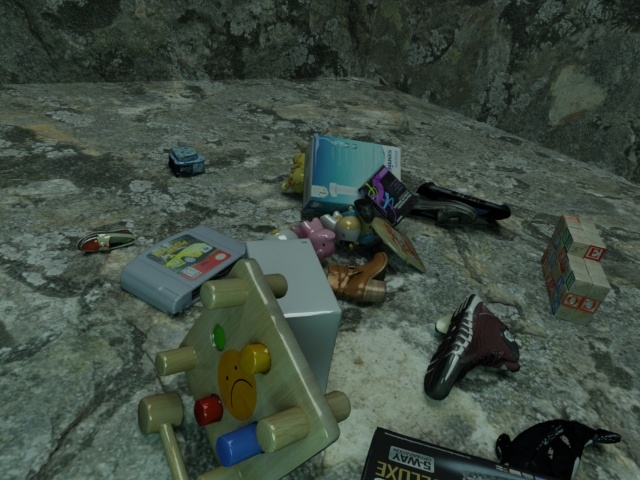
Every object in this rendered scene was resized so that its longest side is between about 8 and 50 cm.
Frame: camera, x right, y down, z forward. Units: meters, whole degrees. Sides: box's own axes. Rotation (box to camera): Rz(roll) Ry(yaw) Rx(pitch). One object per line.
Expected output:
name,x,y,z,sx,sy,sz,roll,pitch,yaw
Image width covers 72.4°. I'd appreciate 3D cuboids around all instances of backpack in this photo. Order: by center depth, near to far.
backpack,-0.469,-0.283,1.548,0.114,0.084,0.105,-10,39,-33

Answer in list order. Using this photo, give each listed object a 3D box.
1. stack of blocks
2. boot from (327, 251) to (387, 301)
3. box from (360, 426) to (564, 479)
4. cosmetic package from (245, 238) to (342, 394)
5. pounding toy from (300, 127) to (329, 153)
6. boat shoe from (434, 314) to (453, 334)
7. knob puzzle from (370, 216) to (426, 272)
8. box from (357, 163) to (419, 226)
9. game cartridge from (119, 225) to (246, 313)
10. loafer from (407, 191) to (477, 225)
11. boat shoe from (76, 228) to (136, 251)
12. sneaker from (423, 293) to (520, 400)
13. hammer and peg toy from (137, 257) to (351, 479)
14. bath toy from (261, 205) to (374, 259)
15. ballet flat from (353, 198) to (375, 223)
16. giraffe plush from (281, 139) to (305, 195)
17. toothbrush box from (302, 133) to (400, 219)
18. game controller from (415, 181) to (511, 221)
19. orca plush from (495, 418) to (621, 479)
stack of blocks,0.706,0.071,1.216,0.087,0.171,0.297,16,33,11
boot,0.094,0.080,1.133,0.152,0.073,0.197,8,29,5
box,0.199,0.371,0.568,0.307,0.077,0.242,11,4,14
cosmetic package,-0.068,0.149,0.830,0.138,0.225,0.224,-1,33,-17
pounding toy,0.027,-0.321,1.648,0.205,0.181,0.094,2,33,-12
boat shoe,0.324,0.200,1.032,0.132,0.042,0.049,-7,60,-24
knob puzzle,0.207,0.003,1.260,0.213,0.030,0.213,37,22,-17
box,0.209,-0.137,1.337,0.162,0.029,0.116,45,70,-5
game cartridge,-0.324,0.056,1.076,0.195,0.060,0.294,19,33,22
loafer,0.389,-0.090,1.486,0.267,0.096,0.084,17,52,25
boat shoe,-0.540,0.003,1.108,0.043,0.049,0.137,35,35,32
sneaker,0.334,0.247,0.908,0.162,0.106,0.281,37,50,7
hammer and peg toy,-0.128,0.234,0.623,0.127,0.361,0.266,-2,51,-44
bath toy,0.000,0.000,1.195,0.348,0.129,0.151,-20,-2,-42
ballet flat,0.124,-0.090,1.244,0.057,0.049,0.173,-5,16,6
giraffe plush,-0.040,-0.227,1.519,0.210,0.181,0.171,30,55,-8
toothbrush box,0.100,-0.197,1.399,0.295,0.217,0.126,4,-12,-14
game controller,0.493,-0.133,1.525,0.318,0.067,0.166,17,7,5
orca plush,0.410,0.358,0.740,0.287,0.102,0.151,-4,34,-21
